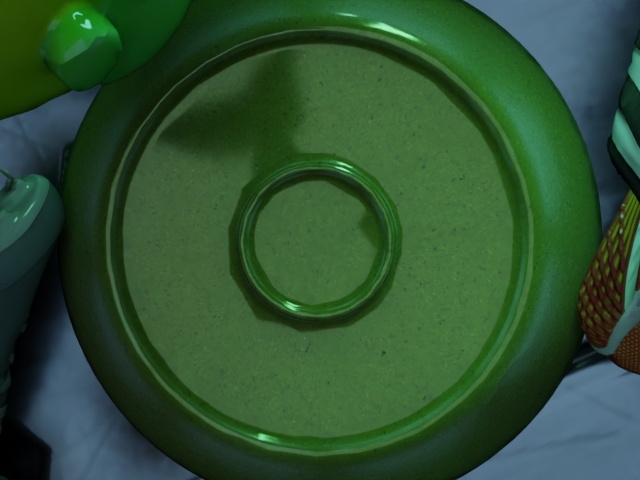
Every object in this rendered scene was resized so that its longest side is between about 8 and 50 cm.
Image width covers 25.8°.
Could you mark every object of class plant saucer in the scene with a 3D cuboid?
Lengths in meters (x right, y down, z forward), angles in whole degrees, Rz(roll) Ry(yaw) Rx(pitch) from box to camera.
[{"bbox_3d":[0.000,0.000,0.597,0.241,0.037,0.241,0,92,5],"label":"plant saucer"}]

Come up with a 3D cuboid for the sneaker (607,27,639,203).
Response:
[{"bbox_3d":[0.310,0.005,0.464,0.447,0.169,0.257,25,112,11],"label":"sneaker"}]

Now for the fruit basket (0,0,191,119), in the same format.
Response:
[{"bbox_3d":[-0.201,-0.187,0.445,0.392,0.392,0.283,6,92,6],"label":"fruit basket"}]

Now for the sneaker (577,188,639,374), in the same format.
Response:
[{"bbox_3d":[0.169,-0.024,0.576,0.067,0.064,0.175,25,97,-19],"label":"sneaker"}]

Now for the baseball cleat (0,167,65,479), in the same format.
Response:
[{"bbox_3d":[-0.159,0.073,0.608,0.109,0.072,0.206,41,82,-29],"label":"baseball cleat"}]
